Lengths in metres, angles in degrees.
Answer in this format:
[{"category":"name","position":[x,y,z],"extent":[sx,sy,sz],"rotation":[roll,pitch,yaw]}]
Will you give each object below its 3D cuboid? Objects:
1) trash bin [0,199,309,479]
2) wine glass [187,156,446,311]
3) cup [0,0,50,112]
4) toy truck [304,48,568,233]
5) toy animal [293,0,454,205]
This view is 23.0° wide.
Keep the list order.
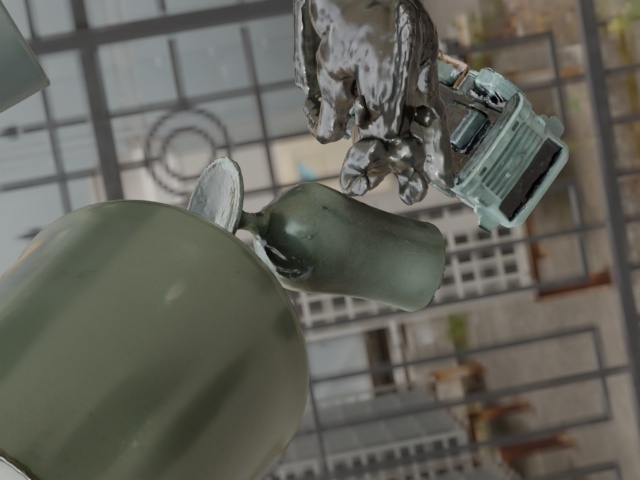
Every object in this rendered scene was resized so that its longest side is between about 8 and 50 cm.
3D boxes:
[{"category":"trash bin","position":[-0.185,0.150,1.209],"extent":[0.432,0.280,0.280],"rotation":[-52,-43,-63]},{"category":"wine glass","position":[0.000,0.000,1.436],"extent":[0.103,0.231,0.103],"rotation":[-33,50,50]},{"category":"cup","position":[-0.385,-0.131,1.189],"extent":[0.205,0.312,0.205],"rotation":[57,173,10]},{"category":"toy truck","position":[0.129,-0.118,1.678],"extent":[0.162,0.136,0.305],"rotation":[35,180,-38]},{"category":"toy animal","position":[0.032,-0.117,0.841],"extent":[0.148,0.084,0.233],"rotation":[102,164,-67]}]
